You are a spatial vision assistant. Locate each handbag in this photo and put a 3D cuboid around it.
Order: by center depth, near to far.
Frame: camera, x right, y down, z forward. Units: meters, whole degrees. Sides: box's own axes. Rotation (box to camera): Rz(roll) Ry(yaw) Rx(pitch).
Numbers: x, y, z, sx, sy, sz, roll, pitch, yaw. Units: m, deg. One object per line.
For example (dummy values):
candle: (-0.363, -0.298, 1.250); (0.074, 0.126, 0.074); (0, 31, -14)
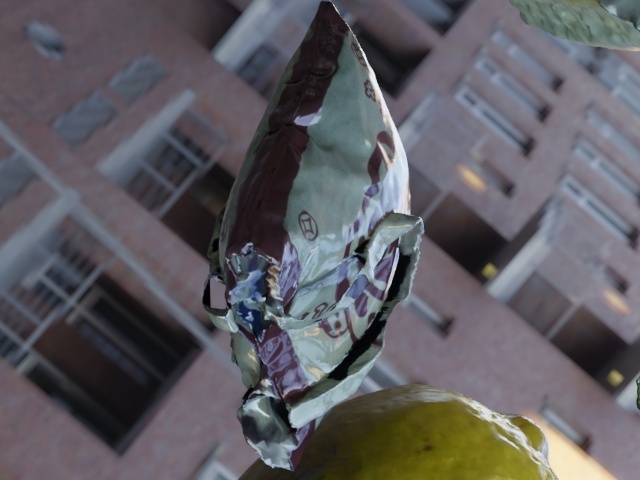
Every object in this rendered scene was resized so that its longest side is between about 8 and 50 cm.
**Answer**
handbag: (0.000, 0.000, 1.078); (0.235, 0.127, 0.213); (-72, 160, -44)

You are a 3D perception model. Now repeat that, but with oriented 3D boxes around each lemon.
lemon: (0.050, 0.236, 1.207); (0.284, 0.260, 0.260); (-37, 176, -31)

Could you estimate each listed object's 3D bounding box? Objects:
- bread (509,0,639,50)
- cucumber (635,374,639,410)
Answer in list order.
bread: (0.152, -0.279, 1.016); (0.239, 0.395, 0.264); (-35, 177, -1)
cucumber: (0.361, 0.118, 1.515); (0.303, 0.081, 0.072); (-9, 123, -60)
